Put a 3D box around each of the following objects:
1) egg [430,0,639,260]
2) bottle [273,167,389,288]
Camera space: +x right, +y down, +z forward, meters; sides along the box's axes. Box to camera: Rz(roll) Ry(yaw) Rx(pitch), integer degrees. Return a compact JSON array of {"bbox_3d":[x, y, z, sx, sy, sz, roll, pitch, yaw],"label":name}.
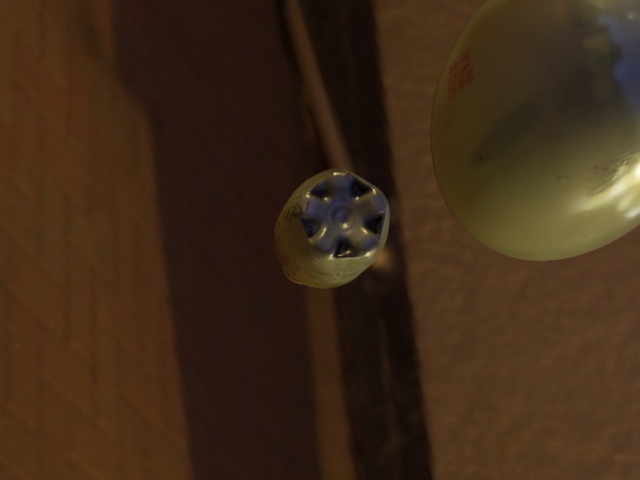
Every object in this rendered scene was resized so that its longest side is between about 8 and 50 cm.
[{"bbox_3d":[0.210,-0.104,1.520,0.371,0.230,0.230,114,-30,-63],"label":"egg"},{"bbox_3d":[0.000,0.000,1.431,0.269,0.083,0.083,136,-60,-79],"label":"bottle"}]
